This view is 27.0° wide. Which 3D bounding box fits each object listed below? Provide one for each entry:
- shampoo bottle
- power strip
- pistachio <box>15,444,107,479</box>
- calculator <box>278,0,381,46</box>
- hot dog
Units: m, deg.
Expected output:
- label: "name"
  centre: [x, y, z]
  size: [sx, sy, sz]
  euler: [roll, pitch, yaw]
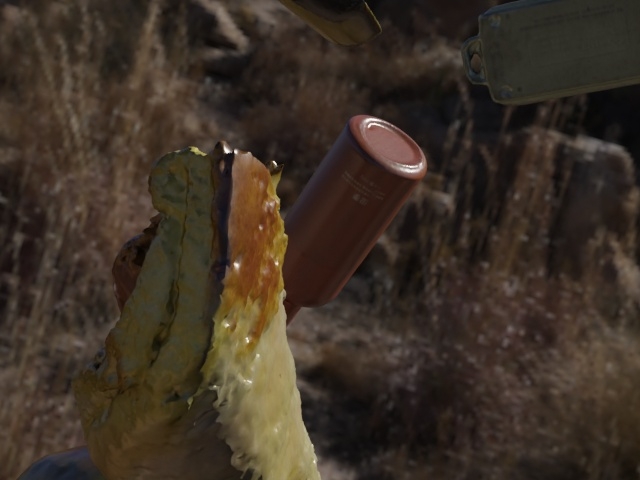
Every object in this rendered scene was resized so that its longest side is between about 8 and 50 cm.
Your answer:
- label: "shampoo bottle"
  centre: [0.000, 0.001, 1.187]
  size: [0.085, 0.244, 0.085]
  euler: [24, 34, -18]
- label: "power strip"
  centre: [0.236, -0.152, 0.957]
  size: [0.272, 0.078, 0.052]
  euler: [-8, 3, 28]
- label: "pistachio"
  centre: [-0.103, 0.156, 0.660]
  size: [0.189, 0.100, 0.110]
  euler: [-1, 6, 14]
- label: "calculator"
  centre: [-0.057, -0.130, 0.405]
  size: [0.157, 0.033, 0.236]
  euler: [45, 6, 28]
- label: "hot dog"
  centre: [-0.037, 0.045, 0.375]
  size: [0.061, 0.169, 0.078]
  euler: [4, 34, 17]
